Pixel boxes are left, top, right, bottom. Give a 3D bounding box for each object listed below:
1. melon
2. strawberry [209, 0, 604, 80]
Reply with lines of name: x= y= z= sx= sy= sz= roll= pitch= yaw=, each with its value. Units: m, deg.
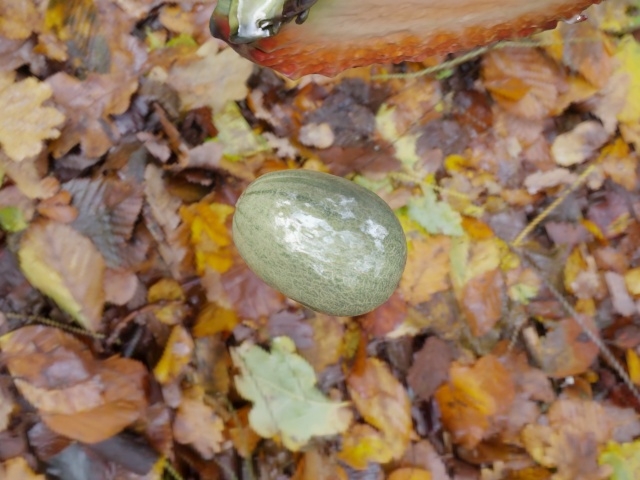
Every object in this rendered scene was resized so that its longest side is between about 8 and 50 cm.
melon: x=0.000 y=0.000 z=1.725 sx=0.329 sy=0.248 sz=0.248 roll=27 pitch=63 yaw=-13
strawberry: x=0.074 y=-0.217 z=0.735 sx=0.306 sy=0.233 sz=0.138 roll=-9 pitch=83 yaw=-27
